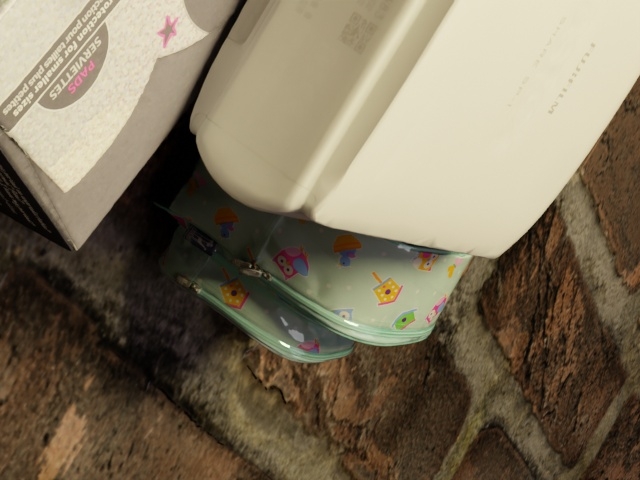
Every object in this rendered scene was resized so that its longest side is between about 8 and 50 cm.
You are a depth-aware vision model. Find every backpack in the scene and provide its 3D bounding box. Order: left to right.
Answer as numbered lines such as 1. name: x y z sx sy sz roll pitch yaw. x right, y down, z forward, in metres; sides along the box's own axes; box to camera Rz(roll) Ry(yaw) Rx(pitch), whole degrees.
1. backpack: 0.000 0.000 1.121 0.166 0.188 0.144 0 114 -63

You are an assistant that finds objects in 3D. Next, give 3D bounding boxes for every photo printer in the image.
1. photo printer: 0.088 -0.114 0.925 0.256 0.107 0.307 -58 155 10

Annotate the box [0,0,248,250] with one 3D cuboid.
1. box: -0.116 -0.152 0.812 0.247 0.142 0.163 -55 154 -17
